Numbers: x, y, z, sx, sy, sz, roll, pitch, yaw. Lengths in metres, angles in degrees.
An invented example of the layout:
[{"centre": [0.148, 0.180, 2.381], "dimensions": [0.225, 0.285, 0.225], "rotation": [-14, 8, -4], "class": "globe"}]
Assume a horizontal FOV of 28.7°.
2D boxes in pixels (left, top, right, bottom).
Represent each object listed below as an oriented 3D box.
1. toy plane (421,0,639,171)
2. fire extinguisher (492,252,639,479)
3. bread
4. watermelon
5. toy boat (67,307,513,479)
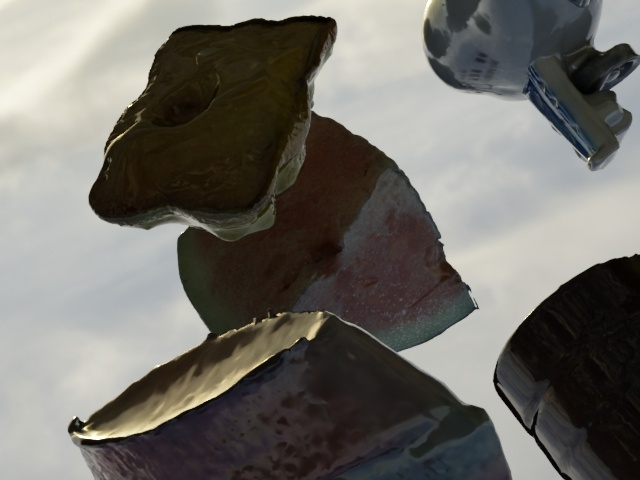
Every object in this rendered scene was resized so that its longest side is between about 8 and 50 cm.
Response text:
[{"centre": [0.120, -0.160, 0.811], "dimensions": [0.123, 0.267, 0.267], "rotation": [-30, -156, 2], "class": "toy plane"}, {"centre": [0.159, 0.113, 0.335], "dimensions": [0.089, 0.072, 0.267], "rotation": [-16, -129, -28], "class": "fire extinguisher"}, {"centre": [-0.079, -0.085, 0.988], "dimensions": [0.161, 0.088, 0.233], "rotation": [-5, -140, 27], "class": "bread"}, {"centre": [0.000, 0.000, 1.203], "dimensions": [0.262, 0.201, 0.213], "rotation": [-17, -140, -34], "class": "watermelon"}, {"centre": [0.025, 0.165, 0.592], "dimensions": [0.206, 0.282, 0.096], "rotation": [-24, -163, 29], "class": "toy boat"}]
